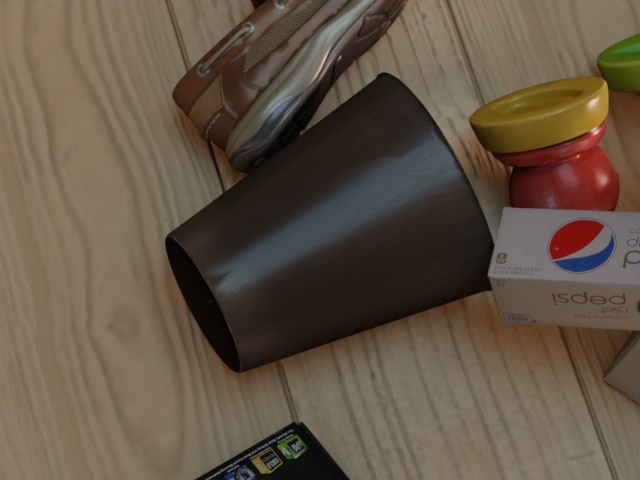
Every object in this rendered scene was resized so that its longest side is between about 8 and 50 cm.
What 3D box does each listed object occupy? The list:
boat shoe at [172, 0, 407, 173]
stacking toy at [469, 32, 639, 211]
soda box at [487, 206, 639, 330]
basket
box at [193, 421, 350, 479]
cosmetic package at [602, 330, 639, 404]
[{"bbox_3d":[-0.006,-0.207,1.684,0.116,0.123,0.324,36,65,8],"label":"boat shoe"},{"bbox_3d":[0.319,-0.093,1.641,0.279,0.309,0.130,-30,109,-41],"label":"stacking toy"},{"bbox_3d":[0.247,0.024,1.531,0.216,0.069,0.074,3,54,18],"label":"soda box"},{"bbox_3d":[0.000,0.000,1.586,0.227,0.154,0.204,-27,91,-15],"label":"basket"},{"bbox_3d":[-0.042,0.255,1.501,0.191,0.045,0.184,-28,53,-19],"label":"box"},{"bbox_3d":[0.399,0.076,1.628,0.225,0.138,0.224,35,67,5],"label":"cosmetic package"}]
